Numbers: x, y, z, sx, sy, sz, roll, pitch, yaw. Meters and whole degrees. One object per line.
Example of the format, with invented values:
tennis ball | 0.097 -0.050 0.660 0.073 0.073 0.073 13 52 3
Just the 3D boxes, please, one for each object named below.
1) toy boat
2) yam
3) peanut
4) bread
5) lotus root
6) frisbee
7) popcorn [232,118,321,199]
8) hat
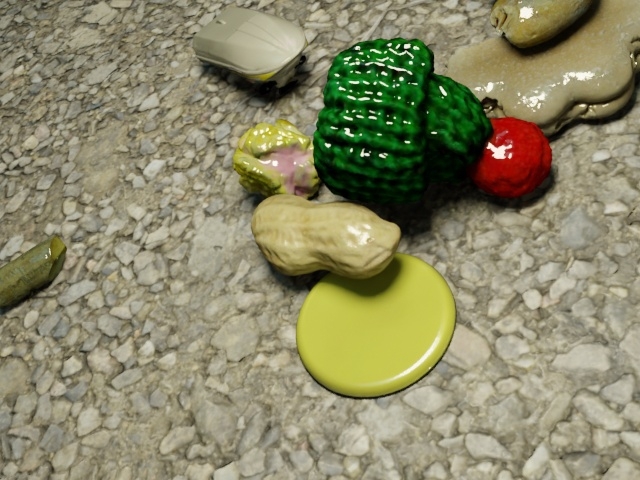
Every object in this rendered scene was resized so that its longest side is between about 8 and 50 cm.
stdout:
toy boat | -0.114 -0.332 1.611 0.141 0.141 0.269 -44 50 -12
yam | -0.488 0.054 1.530 0.146 0.069 0.069 -31 49 -2
peanut | 0.000 0.000 1.309 0.257 0.123 0.123 12 60 41
bread | 0.357 -0.252 1.366 0.337 0.102 0.183 -19 50 10
lotus root | 0.339 -0.358 1.330 0.192 0.088 0.113 -36 44 -1
frisbee | 0.074 0.111 1.272 0.236 0.017 0.236 -12 51 15
popcorn | -0.065 -0.125 1.439 0.145 0.125 0.126 -1 33 5
hat | 0.167 -0.159 1.292 0.332 0.242 0.274 10 17 5
